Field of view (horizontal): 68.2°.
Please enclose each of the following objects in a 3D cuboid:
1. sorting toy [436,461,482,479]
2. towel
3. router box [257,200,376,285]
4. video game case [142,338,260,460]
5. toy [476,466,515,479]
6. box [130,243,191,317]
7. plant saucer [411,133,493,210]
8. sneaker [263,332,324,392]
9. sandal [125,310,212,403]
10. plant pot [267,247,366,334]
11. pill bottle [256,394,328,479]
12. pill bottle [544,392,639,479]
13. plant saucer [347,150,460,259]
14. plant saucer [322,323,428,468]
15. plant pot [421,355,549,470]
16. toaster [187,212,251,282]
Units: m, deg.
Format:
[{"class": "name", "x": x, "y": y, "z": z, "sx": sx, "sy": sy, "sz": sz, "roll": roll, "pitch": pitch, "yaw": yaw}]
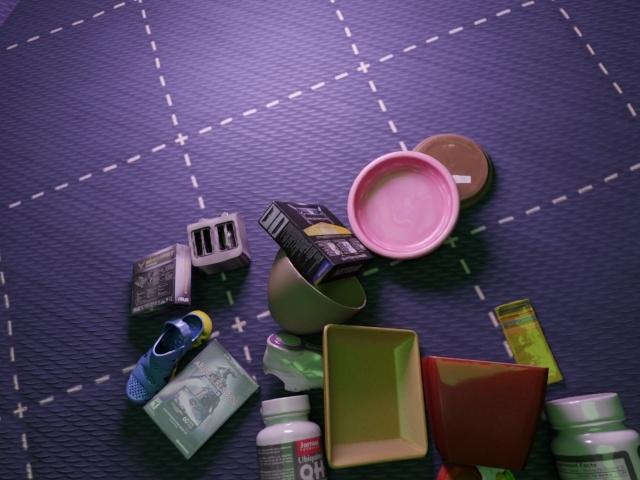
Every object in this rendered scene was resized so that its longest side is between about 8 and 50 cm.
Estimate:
[{"class": "sorting toy", "x": 0.457, "y": 0.656, "z": 1.114, "sx": 0.365, "sy": 0.126, "sz": 0.127, "roll": 31, "pitch": 74, "yaw": 7}, {"class": "towel", "x": 0.582, "y": 0.286, "z": 1.325, "sx": 0.102, "sy": 0.021, "sz": 0.237, "roll": -18, "pitch": 71, "yaw": 2}, {"class": "router box", "x": 0.000, "y": 0.000, "z": 1.342, "sx": 0.243, "sy": 0.309, "sz": 0.081, "roll": 46, "pitch": 110, "yaw": 18}, {"class": "video game case", "x": -0.338, "y": 0.450, "z": 1.357, "sx": 0.196, "sy": 0.026, "sz": 0.274, "roll": 43, "pitch": 75, "yaw": 11}, {"class": "toy", "x": 0.387, "y": 0.656, "z": 1.209, "sx": 0.237, "sy": 0.056, "sz": 0.137, "roll": -26, "pitch": 67, "yaw": -7}, {"class": "box", "x": -0.486, "y": 0.127, "z": 1.436, "sx": 0.231, "sy": 0.056, "sz": 0.183, "roll": -19, "pitch": 66, "yaw": 34}, {"class": "plant saucer", "x": 0.409, "y": -0.224, "z": 1.506, "sx": 0.278, "sy": 0.041, "sz": 0.278, "roll": -2, "pitch": 72, "yaw": 6}, {"class": "sneaker", "x": -0.019, "y": 0.369, "z": 1.343, "sx": 0.305, "sy": 0.114, "sz": 0.152, "roll": 20, "pitch": 109, "yaw": 3}, {"class": "sandal", "x": -0.459, "y": 0.332, "z": 1.381, "sx": 0.126, "sy": 0.138, "sz": 0.317, "roll": 32, "pitch": 80, "yaw": 14}, {"class": "plant pot", "x": -0.040, "y": 0.154, "z": 1.340, "sx": 0.284, "sy": 0.284, "sz": 0.191, "roll": 45, "pitch": 111, "yaw": 18}, {"class": "pill bottle", "x": -0.074, "y": 0.575, "z": 1.229, "sx": 0.176, "sy": 0.176, "sz": 0.318, "roll": -10, "pitch": 71, "yaw": 4}, {"class": "pill bottle", "x": 0.678, "y": 0.562, "z": 1.125, "sx": 0.204, "sy": 0.204, "sz": 0.361, "roll": -10, "pitch": 71, "yaw": 4}, {"class": "plant saucer", "x": 0.251, "y": -0.102, "z": 1.438, "sx": 0.332, "sy": 0.084, "sz": 0.332, "roll": -2, "pitch": 80, "yaw": 14}, {"class": "plant saucer", "x": 0.128, "y": 0.400, "z": 1.242, "sx": 0.333, "sy": 0.081, "sz": 0.332, "roll": 12, "pitch": 67, "yaw": -34}, {"class": "plant pot", "x": 0.391, "y": 0.423, "z": 1.180, "sx": 0.267, "sy": 0.267, "sz": 0.235, "roll": 4, "pitch": 76, "yaw": 9}, {"class": "toaster", "x": -0.317, "y": 0.016, "z": 1.479, "sx": 0.168, "sy": 0.110, "sz": 0.185, "roll": -14, "pitch": 71, "yaw": 3}]
